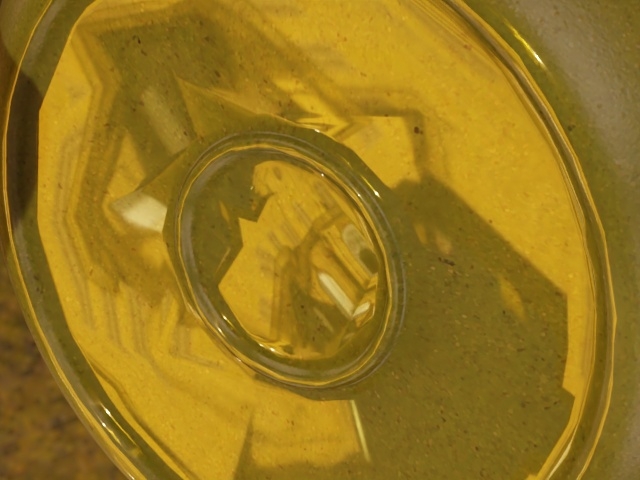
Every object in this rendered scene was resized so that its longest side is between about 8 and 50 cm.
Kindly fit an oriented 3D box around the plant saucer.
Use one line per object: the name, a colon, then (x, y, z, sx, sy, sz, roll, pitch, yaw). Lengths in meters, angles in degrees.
plant saucer: (0.000, 0.000, 0.488, 0.241, 0.241, 0.037, -37, 176, 40)
